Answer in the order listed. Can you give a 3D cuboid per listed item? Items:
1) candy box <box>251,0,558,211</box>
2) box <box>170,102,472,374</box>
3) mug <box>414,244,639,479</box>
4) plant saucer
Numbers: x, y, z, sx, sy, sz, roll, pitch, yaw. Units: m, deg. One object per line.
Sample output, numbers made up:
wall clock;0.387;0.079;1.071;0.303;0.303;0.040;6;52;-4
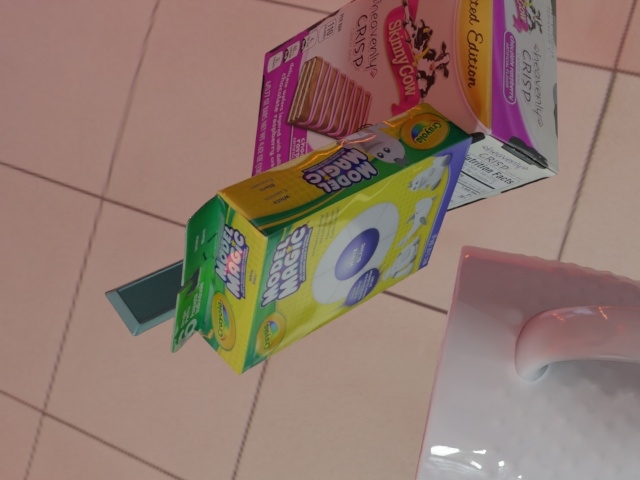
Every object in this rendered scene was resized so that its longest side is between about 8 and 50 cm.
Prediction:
candy box;0.049;-0.094;0.662;0.233;0.071;0.159;-20;57;45
box;0.000;0.000;0.515;0.043;0.179;0.105;42;139;28
mug;0.271;0.148;0.890;0.328;0.374;0.276;11;66;8
plant saucer;-0.182;0.058;1.221;0.067;0.192;0.018;53;131;10
